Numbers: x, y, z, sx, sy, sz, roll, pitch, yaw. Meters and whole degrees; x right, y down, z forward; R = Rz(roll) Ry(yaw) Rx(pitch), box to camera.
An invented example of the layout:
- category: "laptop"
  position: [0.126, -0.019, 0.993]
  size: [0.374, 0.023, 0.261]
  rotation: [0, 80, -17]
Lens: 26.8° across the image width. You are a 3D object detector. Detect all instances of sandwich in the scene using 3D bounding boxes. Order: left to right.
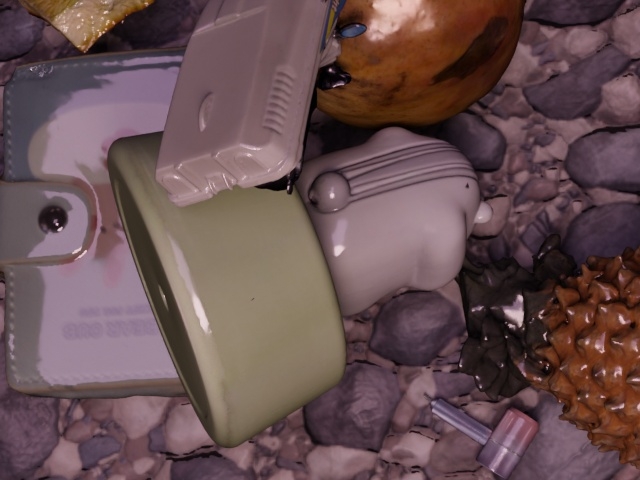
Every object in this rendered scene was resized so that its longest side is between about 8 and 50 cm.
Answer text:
- category: "sandwich"
  position: [-0.223, -0.298, 1.409]
  size: [0.193, 0.058, 0.162]
  rotation: [-50, 51, -3]

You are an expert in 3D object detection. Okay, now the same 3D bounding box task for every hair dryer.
- category: "hair dryer"
  position: [0.148, 0.175, 1.296]
  size: [0.114, 0.037, 0.063]
  rotation: [30, 86, 22]

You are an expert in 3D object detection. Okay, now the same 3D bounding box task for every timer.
- category: "timer"
  position: [0.000, 0.000, 1.218]
  size: [0.315, 0.291, 0.290]
  rotation: [-20, 76, -13]

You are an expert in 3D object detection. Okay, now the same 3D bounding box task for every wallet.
- category: "wallet"
  position: [-0.217, -0.014, 1.381]
  size: [0.252, 0.083, 0.360]
  rotation: [-4, 80, 6]

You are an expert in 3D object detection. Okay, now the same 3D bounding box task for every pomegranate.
- category: "pomegranate"
  position: [0.068, -0.245, 1.262]
  size: [0.281, 0.281, 0.281]
  rotation: [-2, 80, 12]

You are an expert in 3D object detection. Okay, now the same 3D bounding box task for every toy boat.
- category: "toy boat"
  position: [-0.037, -0.141, 1.085]
  size: [0.141, 0.140, 0.269]
  rotation: [13, 51, 14]

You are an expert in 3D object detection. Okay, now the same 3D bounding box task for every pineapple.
- category: "pineapple"
  position: [0.248, 0.090, 1.214]
  size: [0.357, 0.223, 0.223]
  rotation: [14, 83, 34]
